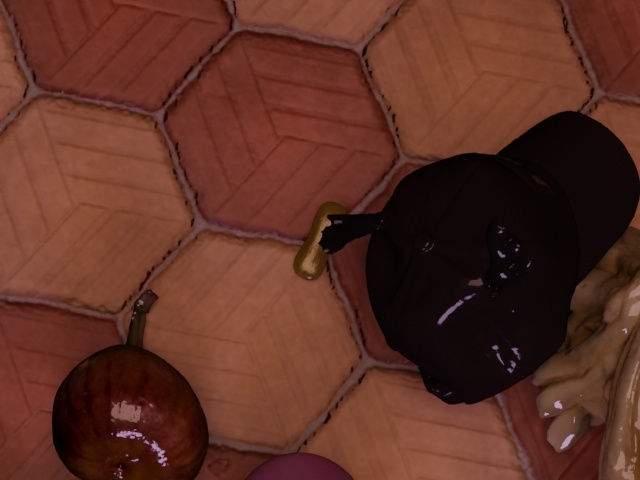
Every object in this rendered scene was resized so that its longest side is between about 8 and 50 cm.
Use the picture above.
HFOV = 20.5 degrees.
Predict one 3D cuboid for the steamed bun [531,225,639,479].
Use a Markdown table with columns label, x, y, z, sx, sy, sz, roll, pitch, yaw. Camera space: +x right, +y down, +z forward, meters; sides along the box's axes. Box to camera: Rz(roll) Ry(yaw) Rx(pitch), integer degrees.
| label | x | y | z | sx | sy | sz | roll | pitch | yaw |
| --- | --- | --- | --- | --- | --- | --- | --- | --- | --- |
| steamed bun | 0.352 | 0.106 | 1.809 | 0.247 | 0.189 | 0.428 | 27 | 74 | -12 |

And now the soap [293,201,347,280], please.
| label | x | y | z | sx | sy | sz | roll | pitch | yaw |
| --- | --- | --- | --- | --- | --- | --- | --- | --- | --- |
| soap | 0.000 | 0.000 | 1.875 | 0.034 | 0.012 | 0.089 | 24 | 79 | 1 |

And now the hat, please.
| label | x | y | z | sx | sy | sz | roll | pitch | yaw |
| --- | --- | --- | --- | --- | --- | --- | --- | --- | --- |
| hat | 0.159 | -0.025 | 1.766 | 0.238 | 0.209 | 0.336 | 28 | 76 | 37 |

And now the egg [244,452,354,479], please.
| label | x | y | z | sx | sy | sz | roll | pitch | yaw |
| --- | --- | --- | --- | --- | --- | --- | --- | --- | --- |
| egg | -0.028 | 0.339 | 1.711 | 0.196 | 0.196 | 0.271 | -5 | 54 | -5 |

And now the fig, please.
| label | x | y | z | sx | sy | sz | roll | pitch | yaw |
| --- | --- | --- | --- | --- | --- | --- | --- | --- | --- |
| fig | -0.201 | 0.169 | 1.775 | 0.149 | 0.148 | 0.202 | -6 | 36 | -33 |
